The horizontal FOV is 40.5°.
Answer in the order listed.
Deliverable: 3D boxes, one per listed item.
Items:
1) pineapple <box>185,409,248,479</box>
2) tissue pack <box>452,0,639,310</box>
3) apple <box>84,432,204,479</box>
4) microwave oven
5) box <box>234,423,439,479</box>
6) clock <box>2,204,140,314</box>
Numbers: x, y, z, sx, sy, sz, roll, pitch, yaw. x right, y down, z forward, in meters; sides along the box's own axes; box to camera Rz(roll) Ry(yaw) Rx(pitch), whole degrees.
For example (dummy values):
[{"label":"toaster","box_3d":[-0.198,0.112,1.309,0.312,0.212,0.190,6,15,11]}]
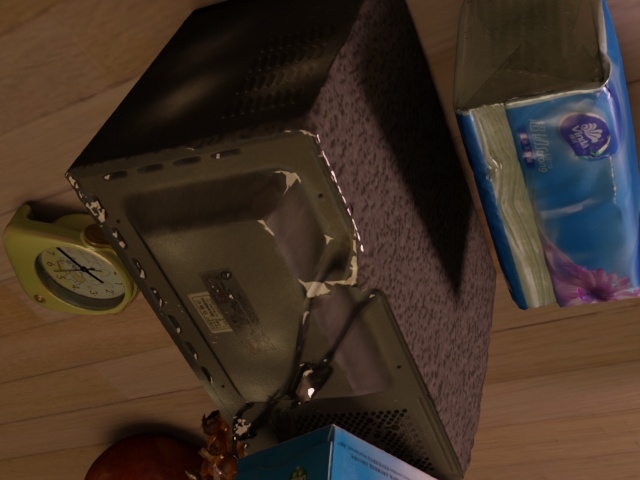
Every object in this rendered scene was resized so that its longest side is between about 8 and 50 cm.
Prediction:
[{"label":"pineapple","box_3d":[-0.031,0.400,1.324,0.352,0.300,0.352,-2,151,-1]},{"label":"tissue pack","box_3d":[0.227,-0.091,0.839,0.146,0.198,0.263,-7,133,20]},{"label":"apple","box_3d":[-0.310,0.480,1.596,0.272,0.206,0.251,2,132,17]},{"label":"microwave oven","box_3d":[0.000,0.000,0.885,0.236,0.374,0.432,-8,128,25]},{"label":"box","box_3d":[0.029,0.261,0.839,0.194,0.073,0.139,34,133,-31]},{"label":"clock","box_3d":[-0.321,0.034,1.232,0.232,0.069,0.170,6,136,9]}]
